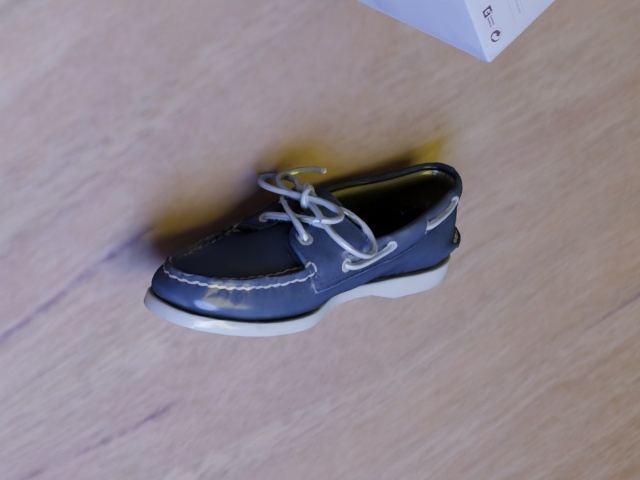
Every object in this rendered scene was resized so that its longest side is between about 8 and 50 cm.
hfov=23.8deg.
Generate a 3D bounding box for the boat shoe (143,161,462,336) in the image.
[{"bbox_3d":[0.000,0.000,0.937,0.254,0.095,0.079,-10,123,-42],"label":"boat shoe"}]

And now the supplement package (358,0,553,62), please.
[{"bbox_3d":[0.083,-0.248,0.813,0.203,0.149,0.194,-44,138,-14],"label":"supplement package"}]
